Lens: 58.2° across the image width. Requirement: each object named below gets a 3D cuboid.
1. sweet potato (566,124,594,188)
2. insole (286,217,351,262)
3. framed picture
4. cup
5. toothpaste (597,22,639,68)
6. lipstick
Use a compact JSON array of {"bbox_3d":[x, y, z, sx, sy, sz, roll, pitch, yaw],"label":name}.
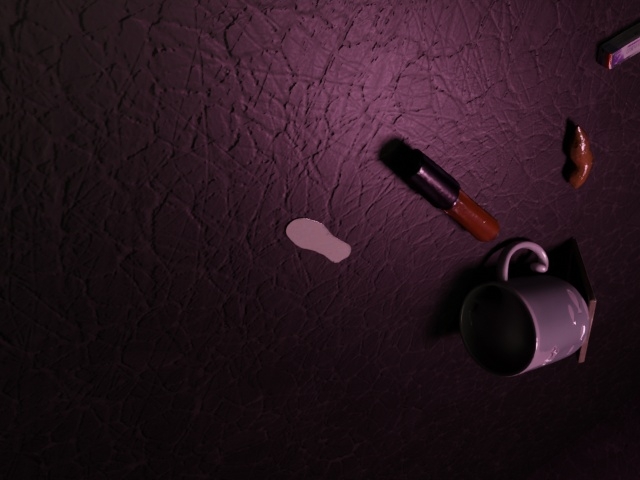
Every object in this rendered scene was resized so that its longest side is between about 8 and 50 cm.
[{"bbox_3d":[0.651,-0.211,1.441,0.065,0.051,0.218,-31,137,-6],"label":"sweet potato"},{"bbox_3d":[0.000,0.000,1.199,0.197,0.004,0.065,28,105,-45],"label":"insole"},{"bbox_3d":[0.778,0.186,1.741,0.021,0.240,0.324,-6,137,12],"label":"framed picture"},{"bbox_3d":[0.574,0.175,1.595,0.275,0.260,0.356,-4,95,-33],"label":"cup"},{"bbox_3d":[0.711,-0.454,1.294,0.196,0.040,0.047,-31,138,-11],"label":"toothpaste"},{"bbox_3d":[0.300,-0.085,1.286,0.077,0.077,0.419,-50,138,11],"label":"lipstick"}]
